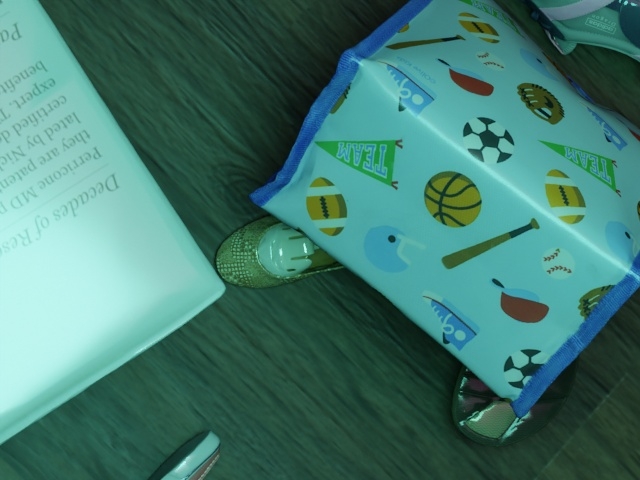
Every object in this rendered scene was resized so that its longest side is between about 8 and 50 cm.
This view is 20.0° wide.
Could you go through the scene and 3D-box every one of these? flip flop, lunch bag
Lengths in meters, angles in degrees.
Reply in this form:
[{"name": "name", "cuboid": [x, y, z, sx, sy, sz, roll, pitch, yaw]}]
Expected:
[{"name": "flip flop", "cuboid": [0.204, 0.083, 1.830, 0.112, 0.080, 0.277, 23, 66, -10]}, {"name": "lunch bag", "cuboid": [0.163, -0.069, 1.697, 0.328, 0.239, 0.385, 39, 34, 1]}]

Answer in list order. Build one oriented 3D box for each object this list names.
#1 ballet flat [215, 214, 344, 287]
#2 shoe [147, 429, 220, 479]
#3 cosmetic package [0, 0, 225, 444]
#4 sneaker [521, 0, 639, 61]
[{"name": "ballet flat", "cuboid": [0.000, 0.000, 1.784, 0.206, 0.067, 0.073, -14, 90, -14]}, {"name": "shoe", "cuboid": [-0.142, 0.269, 1.736, 0.081, 0.063, 0.178, 45, 83, -8]}, {"name": "cosmetic package", "cuboid": [-0.347, -0.024, 1.566, 0.327, 0.329, 0.394, -34, 95, -15]}, {"name": "sneaker", "cuboid": [0.230, -0.257, 1.843, 0.319, 0.131, 0.112, 25, 36, 6]}]
